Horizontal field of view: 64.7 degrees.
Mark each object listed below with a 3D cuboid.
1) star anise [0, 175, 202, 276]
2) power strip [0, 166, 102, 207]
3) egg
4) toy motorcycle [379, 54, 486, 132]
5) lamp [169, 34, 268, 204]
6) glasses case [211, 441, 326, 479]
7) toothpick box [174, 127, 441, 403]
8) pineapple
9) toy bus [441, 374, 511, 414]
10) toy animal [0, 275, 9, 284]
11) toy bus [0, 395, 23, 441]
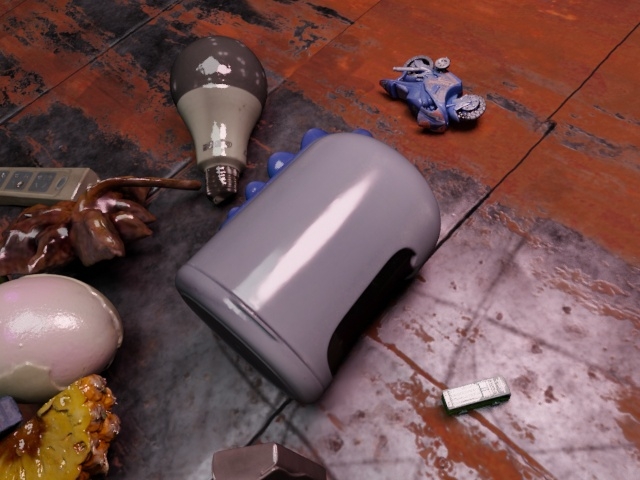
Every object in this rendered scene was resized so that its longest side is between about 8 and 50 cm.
[{"bbox_3d":[-0.391,-0.034,0.847,0.349,0.109,0.292,-7,36,6],"label":"star anise"},{"bbox_3d":[-0.570,-0.107,1.011,0.285,0.048,0.080,4,57,18],"label":"power strip"},{"bbox_3d":[-0.390,0.136,0.722,0.217,0.183,0.183,-15,55,5],"label":"egg"},{"bbox_3d":[0.200,-0.263,0.917,0.114,0.076,0.205,-35,55,-2],"label":"toy motorcycle"},{"bbox_3d":[-0.169,-0.233,0.933,0.181,0.182,0.314,-21,69,-1],"label":"lamp"},{"bbox_3d":[-0.048,0.259,0.555,0.072,0.191,0.042,-20,56,5],"label":"glasses case"},{"bbox_3d":[0.000,0.000,0.681,0.263,0.263,0.355,32,68,29],"label":"toothpick box"},{"bbox_3d":[-0.347,0.292,0.651,0.233,0.079,0.135,-37,82,6],"label":"pineapple"},{"bbox_3d":[0.195,0.193,0.633,0.083,0.037,0.031,-16,56,2],"label":"toy bus"},{"bbox_3d":[-0.616,0.157,0.759,0.191,0.216,0.338,-19,49,34],"label":"toy animal"},{"bbox_3d":[-0.451,0.261,0.677,0.065,0.166,0.047,-23,76,-50],"label":"toy bus"}]
